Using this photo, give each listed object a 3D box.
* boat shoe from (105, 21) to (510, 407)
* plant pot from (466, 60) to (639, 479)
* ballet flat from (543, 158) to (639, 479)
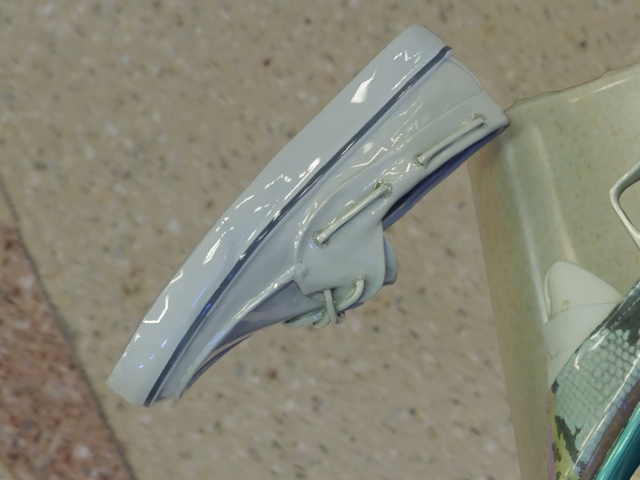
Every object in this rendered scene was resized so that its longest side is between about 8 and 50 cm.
[{"bbox_3d":[0.000,0.000,1.013,0.088,0.096,0.267,41,61,3],"label":"boat shoe"},{"bbox_3d":[0.232,0.042,1.178,0.333,0.334,0.306,-18,90,17],"label":"plant pot"},{"bbox_3d":[0.144,0.012,0.799,0.079,0.077,0.221,36,87,17],"label":"ballet flat"}]
